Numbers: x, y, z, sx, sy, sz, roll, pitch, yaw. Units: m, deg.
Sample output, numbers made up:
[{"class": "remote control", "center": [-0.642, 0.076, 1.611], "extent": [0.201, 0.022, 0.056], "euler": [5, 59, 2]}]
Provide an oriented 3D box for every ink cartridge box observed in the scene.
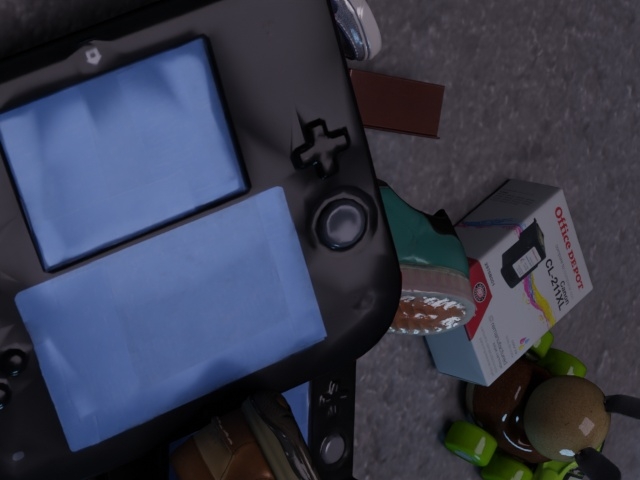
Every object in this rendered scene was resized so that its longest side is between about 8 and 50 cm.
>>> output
[{"class": "ink cartridge box", "center": [0.178, 0.039, 1.782], "extent": [0.175, 0.072, 0.127], "euler": [-39, 122, -30]}]

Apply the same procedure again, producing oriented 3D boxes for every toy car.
[{"class": "toy car", "center": [0.249, 0.184, 1.811], "extent": [0.149, 0.188, 0.155], "euler": [42, 72, -42]}]

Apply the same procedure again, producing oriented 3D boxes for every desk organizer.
[{"class": "desk organizer", "center": [0.053, -0.125, 1.637], "extent": [0.130, 0.047, 0.050], "euler": [5, 95, -45]}]

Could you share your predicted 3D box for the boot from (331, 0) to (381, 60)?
[{"class": "boot", "center": [-0.025, -0.208, 1.532], "extent": [0.086, 0.069, 0.190], "euler": [-46, 121, -17]}]

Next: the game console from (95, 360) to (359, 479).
[{"class": "game console", "center": [-0.032, 0.234, 1.562], "extent": [0.293, 0.173, 0.250], "euler": [-13, 111, -42]}]

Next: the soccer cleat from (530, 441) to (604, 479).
[{"class": "soccer cleat", "center": [0.249, 0.256, 1.932], "extent": [0.179, 0.060, 0.072], "euler": [-51, 165, -35]}]

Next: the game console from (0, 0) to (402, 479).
[{"class": "game console", "center": [-0.135, -0.004, 1.396], "extent": [0.386, 0.060, 0.342], "euler": [-23, 119, -17]}]

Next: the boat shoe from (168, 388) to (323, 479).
[{"class": "boat shoe", "center": [-0.026, 0.280, 1.462], "extent": [0.120, 0.122, 0.324], "euler": [-23, 102, -4]}]

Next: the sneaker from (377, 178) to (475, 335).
[{"class": "sneaker", "center": [0.000, 0.000, 1.592], "extent": [0.302, 0.108, 0.121], "euler": [14, 53, -32]}]
